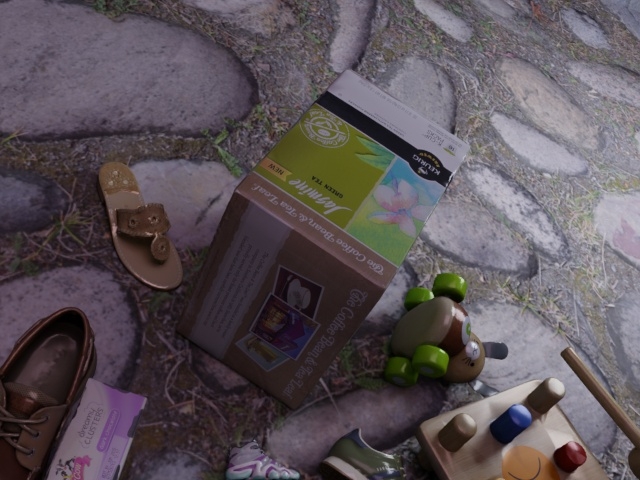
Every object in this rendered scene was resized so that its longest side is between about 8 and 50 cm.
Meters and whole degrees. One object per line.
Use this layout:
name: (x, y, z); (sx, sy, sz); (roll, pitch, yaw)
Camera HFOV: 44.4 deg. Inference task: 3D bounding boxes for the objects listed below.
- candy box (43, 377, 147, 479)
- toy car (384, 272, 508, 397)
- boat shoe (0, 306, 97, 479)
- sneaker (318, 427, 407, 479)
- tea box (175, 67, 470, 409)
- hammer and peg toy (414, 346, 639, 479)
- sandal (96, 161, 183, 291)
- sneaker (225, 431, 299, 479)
candy box: (-0.262, 0.272, 0.856); (0.070, 0.196, 0.165); (21, 48, -8)
toy car: (0.216, 0.170, 1.210); (0.188, 0.149, 0.155); (30, 58, -16)
boat shoe: (-0.357, 0.210, 0.915); (0.123, 0.116, 0.324); (20, 48, -9)
sneaker: (0.098, 0.329, 1.065); (0.192, 0.064, 0.086); (35, 52, 8)
tea box: (0.000, 0.000, 1.105); (0.220, 0.329, 0.323); (33, 47, 2)
hammer and peg toy: (0.332, 0.323, 1.140); (0.361, 0.127, 0.266); (-13, 58, -32)
sandal: (-0.273, -0.039, 1.179); (0.088, 0.079, 0.240); (-15, 61, -33)
sneaker: (-0.076, 0.287, 1.037); (0.098, 0.038, 0.069); (9, 51, -19)
